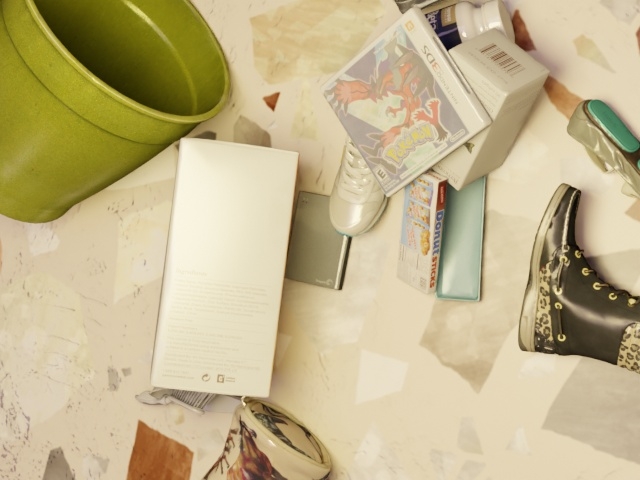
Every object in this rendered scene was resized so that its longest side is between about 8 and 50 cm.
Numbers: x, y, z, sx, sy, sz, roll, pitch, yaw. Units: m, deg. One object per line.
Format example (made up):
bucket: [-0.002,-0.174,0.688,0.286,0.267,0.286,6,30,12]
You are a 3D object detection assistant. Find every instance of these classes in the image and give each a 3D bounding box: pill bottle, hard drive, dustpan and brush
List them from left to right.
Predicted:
dustpan and brush: [-0.221,0.240,1.922,0.211,0.147,0.060,10,79,51]
hard drive: [0.000,0.000,1.865,0.094,0.022,0.135,12,93,25]
pill bottle: [0.181,-0.281,1.750,0.169,0.094,0.094,-16,81,22]

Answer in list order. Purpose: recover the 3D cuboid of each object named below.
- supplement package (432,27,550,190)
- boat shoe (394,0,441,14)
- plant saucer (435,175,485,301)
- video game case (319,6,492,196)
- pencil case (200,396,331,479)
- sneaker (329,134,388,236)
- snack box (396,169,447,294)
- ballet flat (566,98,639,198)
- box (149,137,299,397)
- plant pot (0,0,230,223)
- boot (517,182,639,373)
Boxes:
supplement package: [0.211,-0.176,1.687,0.105,0.105,0.179,42,137,20]
boat shoe: [0.237,-0.398,1.731,0.301,0.108,0.102,-21,115,8]
plant saucer: [0.201,-0.010,1.774,0.067,0.018,0.192,3,88,25]
video game case: [0.109,-0.182,1.669,0.201,0.023,0.183,-37,83,42]
pencil case: [-0.144,0.422,1.840,0.183,0.160,0.410,33,103,3]
sneaker: [0.063,-0.118,1.791,0.087,0.092,0.228,19,89,24]
snack box: [0.141,-0.015,1.750,0.064,0.022,0.178,30,128,41]
ballet flat: [0.412,-0.099,1.661,0.213,0.072,0.068,50,135,19]
box: [-0.141,0.035,1.798,0.168,0.215,0.345,7,92,-7]
plant pot: [-0.388,-0.218,1.904,0.353,0.366,0.366,-42,72,31]
boot: [0.369,0.054,1.658,0.179,0.085,0.236,14,100,23]
